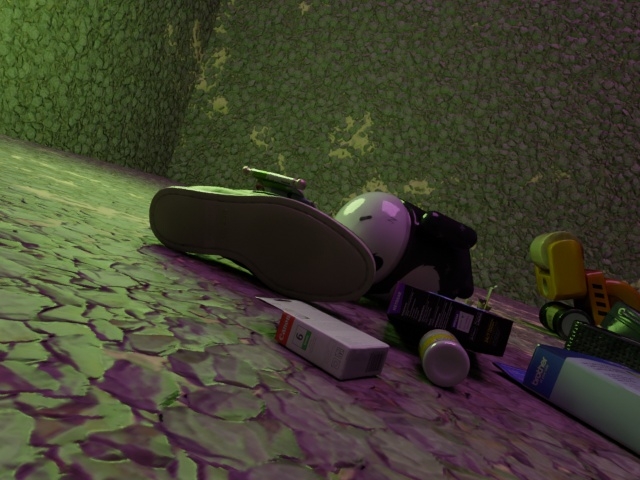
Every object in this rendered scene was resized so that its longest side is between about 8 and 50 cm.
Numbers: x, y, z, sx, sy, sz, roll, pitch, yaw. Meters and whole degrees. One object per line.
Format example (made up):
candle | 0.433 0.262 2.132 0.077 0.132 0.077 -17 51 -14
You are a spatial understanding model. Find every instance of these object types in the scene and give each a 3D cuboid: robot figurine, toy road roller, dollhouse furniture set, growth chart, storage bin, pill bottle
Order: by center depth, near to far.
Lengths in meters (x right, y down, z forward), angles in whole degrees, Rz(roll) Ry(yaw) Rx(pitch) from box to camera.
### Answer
pill bottle | 0.121 0.114 0.488 0.043 0.043 0.083 19 3 7
growth chart | -0.024 -0.010 0.761 0.172 0.021 0.237 14 -43 49
robot figurine | 0.143 0.029 0.841 0.278 0.209 0.173 25 14 -29
storage bin | 0.529 0.211 0.842 0.180 0.084 0.122 23 5 43
dollhouse furniture set | 0.455 0.154 1.370 0.091 0.081 0.114 19 3 9
toy road roller | 0.757 0.128 1.391 0.240 0.330 0.202 -10 -2 10

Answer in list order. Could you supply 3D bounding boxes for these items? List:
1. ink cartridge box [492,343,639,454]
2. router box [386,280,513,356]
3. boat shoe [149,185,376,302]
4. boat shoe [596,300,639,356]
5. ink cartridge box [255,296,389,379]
ink cartridge box | 0.360 0.187 0.511 0.185 0.065 0.311 18 2 -28
router box | 0.154 0.101 0.618 0.133 0.046 0.179 19 -8 11
boat shoe | -0.073 -0.006 0.683 0.340 0.127 0.113 10 12 22
boat shoe | 0.762 0.252 0.890 0.500 0.156 0.186 24 4 44
ink cartridge box | -0.004 0.083 0.430 0.115 0.029 0.063 20 4 38
